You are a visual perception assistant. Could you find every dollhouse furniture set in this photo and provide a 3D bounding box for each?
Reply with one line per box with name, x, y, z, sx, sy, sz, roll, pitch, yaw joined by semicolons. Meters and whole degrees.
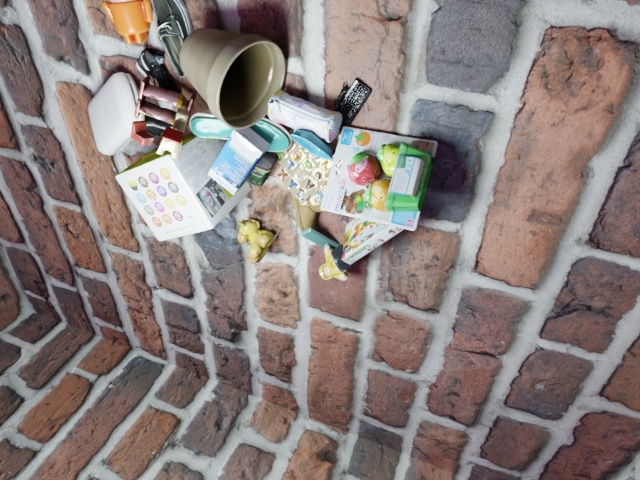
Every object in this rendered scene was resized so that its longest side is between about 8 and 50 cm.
dollhouse furniture set;-0.590;-0.467;1.691;0.201;0.374;0.152;16;119;-19

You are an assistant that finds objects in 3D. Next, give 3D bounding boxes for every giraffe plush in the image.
giraffe plush;-0.308;-0.020;2.084;0.170;0.210;0.181;34;157;6

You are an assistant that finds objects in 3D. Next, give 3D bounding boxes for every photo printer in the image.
photo printer;-0.868;-0.544;1.948;0.307;0.107;0.256;-24;79;37

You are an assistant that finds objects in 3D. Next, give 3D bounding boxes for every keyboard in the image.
keyboard;0.092;-0.483;1.629;0.100;0.038;0.192;35;131;-1

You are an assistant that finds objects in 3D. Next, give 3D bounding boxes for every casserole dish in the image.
casserole dish;-0.029;-0.354;1.671;0.114;0.037;0.188;22;176;45

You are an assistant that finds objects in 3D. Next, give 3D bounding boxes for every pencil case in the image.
pencil case;-0.058;-0.453;1.654;0.273;0.113;0.124;25;172;15

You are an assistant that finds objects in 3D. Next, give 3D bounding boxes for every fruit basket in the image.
fruit basket;0.201;-0.229;1.604;0.353;0.165;0.327;15;85;11

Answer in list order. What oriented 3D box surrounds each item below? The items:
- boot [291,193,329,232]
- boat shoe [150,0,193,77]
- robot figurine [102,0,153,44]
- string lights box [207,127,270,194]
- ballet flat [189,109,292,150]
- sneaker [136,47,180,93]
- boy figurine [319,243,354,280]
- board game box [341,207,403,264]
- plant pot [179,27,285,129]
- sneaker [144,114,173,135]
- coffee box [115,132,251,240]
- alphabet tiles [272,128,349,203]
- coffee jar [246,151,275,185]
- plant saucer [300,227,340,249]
boot;0.027;-0.126;1.897;0.269;0.089;0.236;-1;124;26
boat shoe;-0.538;-0.767;1.671;0.121;0.119;0.335;-7;121;30
robot figurine;-0.713;-0.850;1.689;0.158;0.128;0.219;29;137;38
string lights box;-0.318;-0.308;1.750;0.133;0.077;0.259;39;132;-8
ballet flat;-0.303;-0.447;1.780;0.400;0.139;0.139;9;130;-1
sneaker;-0.635;-0.671;1.817;0.217;0.079;0.121;44;133;-7
boy figurine;0.060;0.100;1.996;0.177;0.092;0.285;62;159;7
board game box;0.206;-0.053;1.790;0.053;0.193;0.305;32;134;-23
plant pot;-0.333;-0.597;1.600;0.280;0.323;0.323;35;134;19
sneaker;-0.701;-0.504;1.994;0.234;0.084;0.097;14;151;20
coffee box;-0.566;-0.245;1.931;0.337;0.338;0.334;-11;118;31
alphabet tiles;-0.034;-0.313;1.787;0.285;0.011;0.342;46;124;2
coffee jar;-0.250;-0.299;1.867;0.096;0.079;0.184;23;155;-13
plant saucer;0.000;0.000;1.990;0.067;0.018;0.192;-25;141;38
